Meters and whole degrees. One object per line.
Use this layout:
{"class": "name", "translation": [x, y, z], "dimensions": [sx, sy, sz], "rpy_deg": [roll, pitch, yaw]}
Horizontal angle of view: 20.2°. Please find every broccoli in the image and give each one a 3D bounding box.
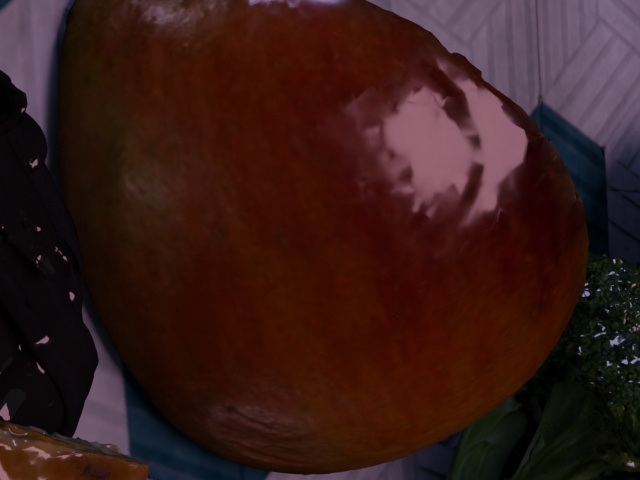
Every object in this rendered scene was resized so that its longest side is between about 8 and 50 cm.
{"class": "broccoli", "translation": [0.208, 0.150, 1.176], "dimensions": [0.275, 0.308, 0.308], "rpy_deg": [-46, 134, 3]}

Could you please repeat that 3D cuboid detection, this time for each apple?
{"class": "apple", "translation": [0.000, 0.000, 0.987], "dimensions": [0.254, 0.179, 0.346], "rpy_deg": [-37, 128, -1]}

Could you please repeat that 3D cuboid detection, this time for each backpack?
{"class": "backpack", "translation": [-0.188, 0.018, 0.786], "dimensions": [0.206, 0.133, 0.258], "rpy_deg": [-57, 139, -28]}

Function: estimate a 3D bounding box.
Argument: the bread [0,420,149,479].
{"class": "bread", "translation": [-0.152, 0.183, 0.789], "dimensions": [0.128, 0.088, 0.232], "rpy_deg": [11, 111, -55]}
